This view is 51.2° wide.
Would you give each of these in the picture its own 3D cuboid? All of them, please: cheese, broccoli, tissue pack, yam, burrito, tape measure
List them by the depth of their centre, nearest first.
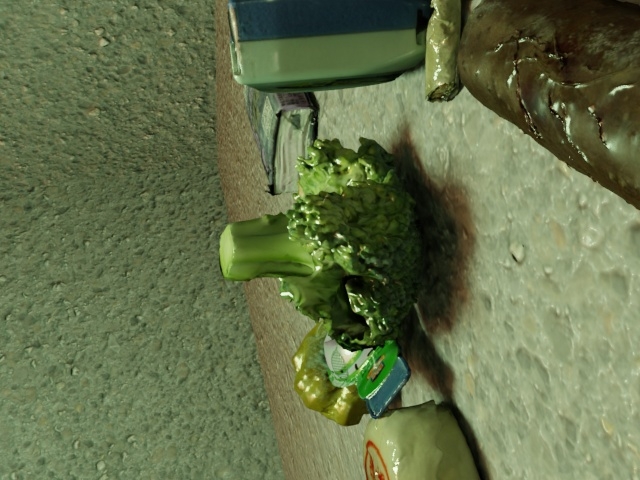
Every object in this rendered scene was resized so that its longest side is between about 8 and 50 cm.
[{"bbox_3d":[0.205,-0.107,0.472,0.280,0.131,0.131,-117,23,-59],"label":"yam"},{"bbox_3d":[0.148,-0.228,0.809,0.055,0.041,0.149,-94,1,-56],"label":"burrito"},{"bbox_3d":[0.002,-0.279,0.908,0.262,0.259,0.138,-129,35,-79],"label":"tape measure"},{"bbox_3d":[0.024,0.003,0.999,0.338,0.317,0.277,43,138,30],"label":"broccoli"},{"bbox_3d":[0.079,0.171,1.105,0.204,0.083,0.320,-55,17,11],"label":"cheese"},{"bbox_3d":[-0.109,-0.319,1.661,0.361,0.122,0.259,-109,19,-45],"label":"tissue pack"}]

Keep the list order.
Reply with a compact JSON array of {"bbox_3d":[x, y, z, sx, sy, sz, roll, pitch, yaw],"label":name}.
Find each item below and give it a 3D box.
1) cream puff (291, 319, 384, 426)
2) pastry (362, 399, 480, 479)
[{"bbox_3d":[0.039,0.259,1.286,0.195,0.194,0.221,97,164,-48],"label":"cream puff"},{"bbox_3d":[0.145,0.366,0.993,0.265,0.133,0.265,171,90,-81],"label":"pastry"}]
